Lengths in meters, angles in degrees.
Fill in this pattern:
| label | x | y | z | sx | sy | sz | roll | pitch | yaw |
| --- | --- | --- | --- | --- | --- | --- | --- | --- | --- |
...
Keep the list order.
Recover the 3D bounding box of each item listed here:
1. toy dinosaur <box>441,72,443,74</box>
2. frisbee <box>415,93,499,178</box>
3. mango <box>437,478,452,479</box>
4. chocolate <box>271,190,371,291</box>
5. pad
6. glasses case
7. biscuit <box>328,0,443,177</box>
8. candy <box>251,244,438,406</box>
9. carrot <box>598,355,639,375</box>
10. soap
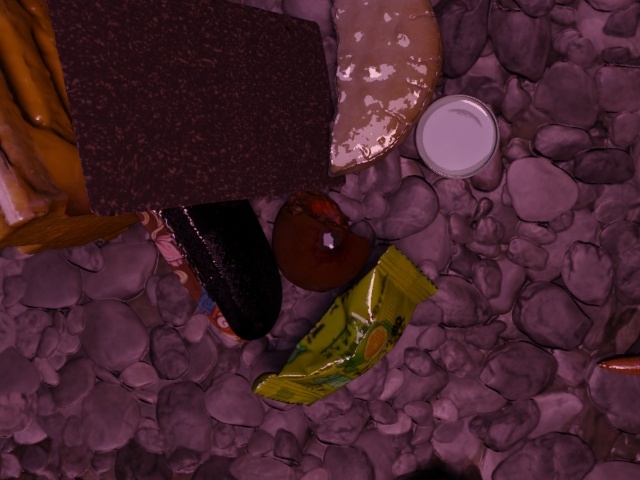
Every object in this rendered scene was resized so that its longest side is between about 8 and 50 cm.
| label | x | y | z | sx | sy | sz | roll | pitch | yaw |
| --- | --- | --- | --- | --- | --- | --- | --- | --- | --- |
| toy dinosaur | 0.110 | -0.181 | 0.594 | 0.113 | 0.026 | 0.041 | -22 | 85 | 9 |
| frisbee | 0.179 | -0.135 | 0.603 | 0.110 | 0.014 | 0.110 | 0 | 95 | 2 |
| mango | 0.217 | 0.433 | 0.590 | 0.289 | 0.129 | 0.146 | 42 | 95 | -10 |
| chocolate | 0.000 | 0.000 | 0.558 | 0.124 | 0.133 | 0.128 | 2 | 92 | 4 |
| pad | -0.098 | -0.151 | 0.494 | 0.004 | 0.330 | 0.220 | -7 | 94 | 45 |
| glasses case | -0.133 | -0.026 | 0.525 | 0.082 | 0.122 | 0.321 | -17 | 114 | 20 |
| biscuit | 0.080 | -0.222 | 0.569 | 0.141 | 0.038 | 0.290 | 3 | 88 | 10 |
| candy | 0.039 | 0.120 | 0.569 | 0.246 | 0.149 | 0.069 | -48 | 52 | -1 |
| carrot | 0.483 | 0.165 | 0.609 | 0.216 | 0.048 | 0.048 | -4 | 94 | 6 |
| soap | -0.308 | -0.134 | 0.493 | 0.142 | 0.259 | 0.281 | -22 | 91 | 8 |
